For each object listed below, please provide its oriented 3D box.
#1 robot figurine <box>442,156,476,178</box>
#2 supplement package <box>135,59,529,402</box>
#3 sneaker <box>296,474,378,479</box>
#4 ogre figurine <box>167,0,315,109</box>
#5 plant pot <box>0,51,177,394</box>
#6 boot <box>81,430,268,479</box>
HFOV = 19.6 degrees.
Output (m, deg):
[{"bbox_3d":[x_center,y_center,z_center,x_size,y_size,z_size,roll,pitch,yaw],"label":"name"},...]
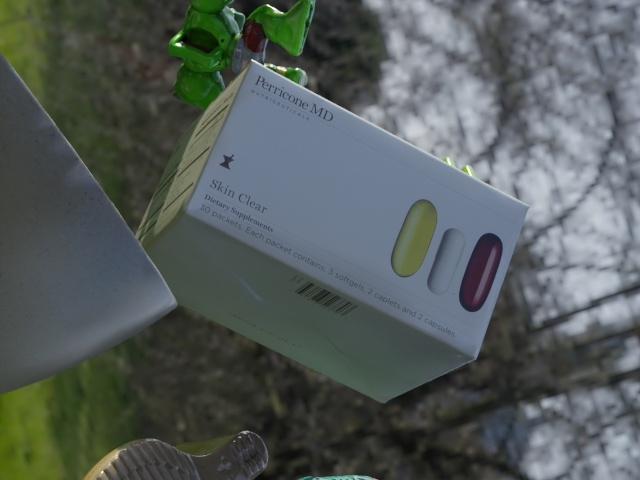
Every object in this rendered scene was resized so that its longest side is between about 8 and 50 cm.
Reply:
[{"bbox_3d":[0.121,-0.029,1.944,0.115,0.101,0.067,-61,-158,23],"label":"robot figurine"},{"bbox_3d":[0.000,0.000,1.526,0.204,0.262,0.145,-36,-150,64],"label":"supplement package"},{"bbox_3d":[0.048,0.333,1.591,0.124,0.178,0.295,-4,-81,51],"label":"sneaker"},{"bbox_3d":[-0.070,-0.178,1.661,0.197,0.118,0.097,96,10,-51],"label":"ogre figurine"},{"bbox_3d":[-0.228,-0.025,0.867,0.284,0.191,0.284,52,-7,9],"label":"plant pot"},{"bbox_3d":[-0.171,0.225,1.450,0.248,0.207,0.090,-10,73,-62],"label":"boot"}]
